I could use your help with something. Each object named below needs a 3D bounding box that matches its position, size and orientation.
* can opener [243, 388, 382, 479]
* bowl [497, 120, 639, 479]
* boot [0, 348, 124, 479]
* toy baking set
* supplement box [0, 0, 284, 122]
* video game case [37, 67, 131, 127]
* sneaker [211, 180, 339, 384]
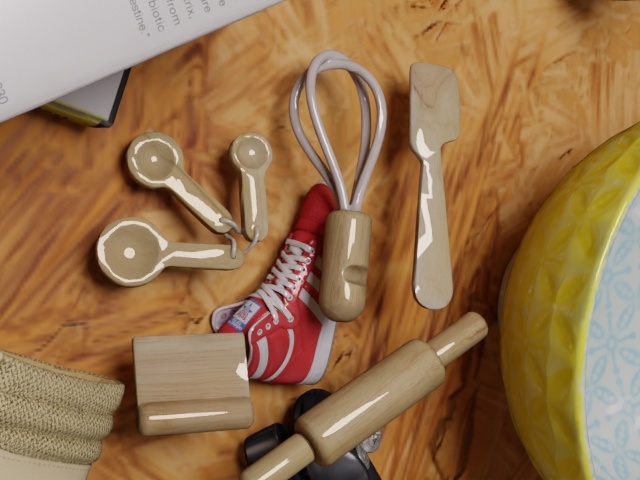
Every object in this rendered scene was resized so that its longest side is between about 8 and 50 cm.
[{"bbox_3d":[0.025,0.165,0.646,0.186,0.073,0.059,58,27,-29],"label":"can opener"},{"bbox_3d":[0.208,0.051,0.682,0.289,0.156,0.289,-6,100,-33],"label":"bowl"},{"bbox_3d":[-0.217,0.122,0.443,0.262,0.095,0.203,19,87,-36],"label":"boot"},{"bbox_3d":[0.002,0.007,0.565,0.256,0.030,0.197,-27,92,-22],"label":"toy baking set"},{"bbox_3d":[-0.110,-0.122,0.426,0.220,0.114,0.111,-29,111,-27],"label":"supplement box"},{"bbox_3d":[-0.165,-0.218,0.465,0.248,0.035,0.275,19,86,-34],"label":"video game case"},{"bbox_3d":[-0.022,0.024,0.593,0.067,0.042,0.118,4,97,-38],"label":"sneaker"}]
